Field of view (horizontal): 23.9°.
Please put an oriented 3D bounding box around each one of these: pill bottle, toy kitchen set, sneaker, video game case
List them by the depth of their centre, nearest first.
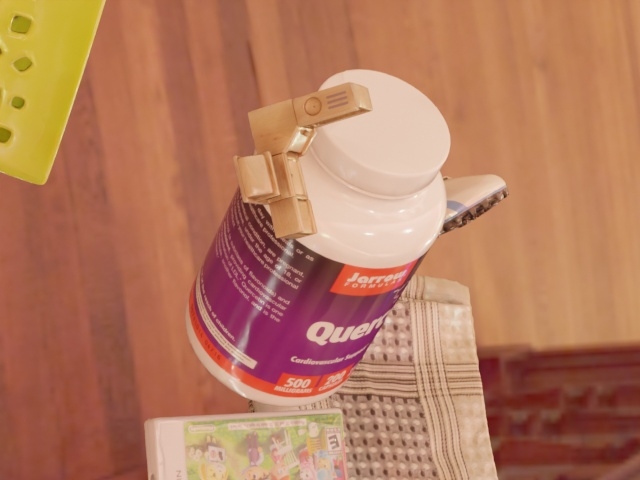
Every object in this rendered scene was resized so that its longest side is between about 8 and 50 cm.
[{"bbox_3d":[-0.007,-0.050,0.947,0.068,0.075,0.083,3,73,-68],"label":"toy kitchen set"},{"bbox_3d":[0.000,0.000,1.391,0.181,0.323,0.181,13,47,-15],"label":"pill bottle"},{"bbox_3d":[-0.061,0.257,1.408,0.212,0.023,0.193,2,79,-36],"label":"video game case"},{"bbox_3d":[0.081,-0.037,1.526,0.085,0.237,0.086,-21,96,-51],"label":"sneaker"}]

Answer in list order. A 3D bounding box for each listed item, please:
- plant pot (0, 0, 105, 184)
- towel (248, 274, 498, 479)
[{"bbox_3d":[-0.351,-0.209,1.528,0.207,0.227,0.228,15,103,-19],"label":"plant pot"},{"bbox_3d":[0.059,0.167,1.627,0.312,0.056,0.324,8,60,-28],"label":"towel"}]
